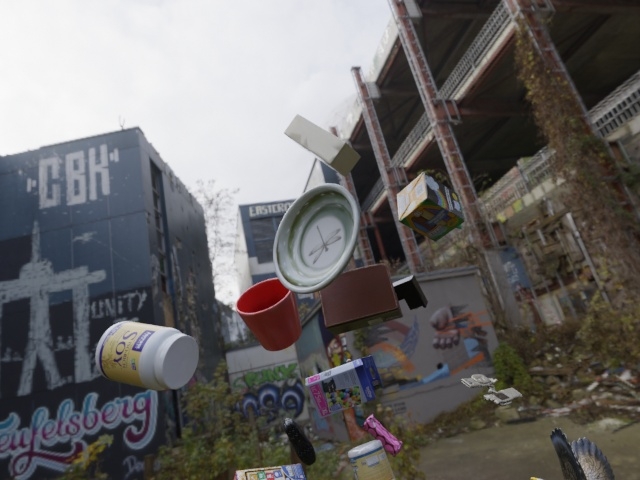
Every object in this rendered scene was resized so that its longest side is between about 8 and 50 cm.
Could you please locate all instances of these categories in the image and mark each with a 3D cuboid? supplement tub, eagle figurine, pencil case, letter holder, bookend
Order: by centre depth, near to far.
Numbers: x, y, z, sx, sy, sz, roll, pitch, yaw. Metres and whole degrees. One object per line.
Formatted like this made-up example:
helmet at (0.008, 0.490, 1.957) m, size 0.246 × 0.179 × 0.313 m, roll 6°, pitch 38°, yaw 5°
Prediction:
eagle figurine at (0.698, 0.696, 1.152) m, size 0.225 × 0.298 × 0.226 m, roll 27°, pitch -5°, yaw 15°
supplement tub at (0.205, 0.902, 1.639) m, size 0.145 × 0.199 × 0.144 m, roll -18°, pitch -23°, yaw -8°
supplement tub at (-0.681, 0.456, 1.666) m, size 0.332 × 0.240 × 0.241 m, roll 2°, pitch -12°, yaw 23°
letter holder at (0.161, 0.241, 1.747) m, size 0.302 × 0.214 × 0.152 m, roll -17°, pitch -27°, yaw 9°
pencil case at (0.305, 0.951, 2.051) m, size 0.095 × 0.209 × 0.098 m, roll -34°, pitch -29°, yaw -39°
bookend at (0.418, 0.273, 2.060) m, size 0.156 × 0.157 × 0.072 m, roll -28°, pitch 3°, yaw 27°

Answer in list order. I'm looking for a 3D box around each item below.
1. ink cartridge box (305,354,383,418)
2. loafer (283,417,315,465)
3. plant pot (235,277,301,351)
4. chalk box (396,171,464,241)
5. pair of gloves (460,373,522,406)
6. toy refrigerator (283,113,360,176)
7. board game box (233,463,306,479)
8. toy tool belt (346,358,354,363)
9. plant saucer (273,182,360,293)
ink cartridge box at (0.110, 0.633, 1.818) m, size 0.312 × 0.185 × 0.065 m, roll -21°, pitch 16°, yaw -3°
loafer at (-0.087, 0.849, 1.782) m, size 0.076 × 0.223 × 0.078 m, roll -30°, pitch 9°, yaw -9°
plant pot at (-0.213, 0.340, 1.879) m, size 0.275 × 0.243 × 0.275 m, roll -16°, pitch 23°, yaw 7°
chalk box at (0.508, -0.132, 1.868) m, size 0.289 × 0.180 × 0.179 m, roll 27°, pitch -46°, yaw -23°
pair of gloves at (0.866, 0.759, 2.133) m, size 0.204 × 0.042 × 0.240 m, roll -3°, pitch 16°, yaw -34°
toy refrigerator at (0.004, -0.326, 1.411) m, size 0.094 × 0.269 × 0.102 m, roll -54°, pitch -39°, yaw 6°
board game box at (-0.125, 0.688, 1.134) m, size 0.194 × 0.146 × 0.045 m, roll 8°, pitch -69°, yaw -24°
toy tool belt at (0.164, 0.625, 2.075) m, size 0.052 × 0.051 × 0.083 m, roll -37°, pitch -67°, yaw 21°
plant saucer at (0.000, 0.000, 1.474) m, size 0.401 × 0.400 × 0.101 m, roll -26°, pitch -35°, yaw 34°
